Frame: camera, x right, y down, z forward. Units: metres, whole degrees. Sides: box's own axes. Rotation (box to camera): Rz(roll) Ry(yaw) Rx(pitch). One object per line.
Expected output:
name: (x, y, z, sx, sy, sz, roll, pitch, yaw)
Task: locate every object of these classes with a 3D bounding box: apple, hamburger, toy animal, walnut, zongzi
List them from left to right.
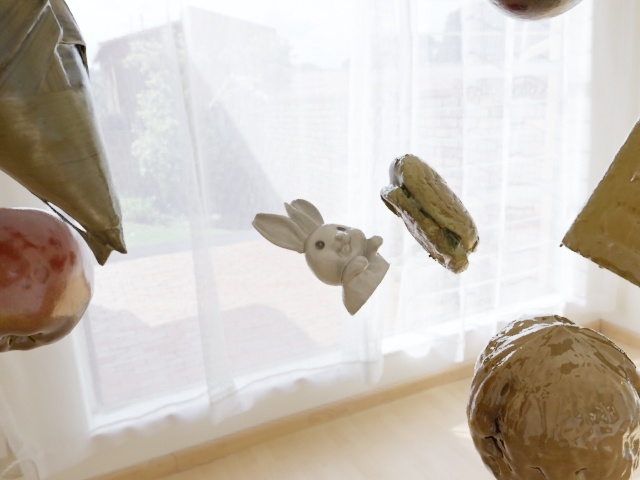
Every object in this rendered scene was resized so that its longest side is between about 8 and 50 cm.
zongzi: (-0.248, -0.136, 0.332, 0.260, 0.289, 0.123, 22, 53, 35)
apple: (-0.465, 0.061, 0.823, 0.230, 0.230, 0.230, -3, 15, 1)
toy animal: (0.003, 0.000, 0.816, 0.104, 0.221, 0.131, -46, -7, -25)
hamburger: (0.248, -0.065, 1.198, 0.134, 0.285, 0.265, -43, -2, -1)
walnut: (0.209, 0.149, 0.481, 0.155, 0.184, 0.155, -11, 29, 6)

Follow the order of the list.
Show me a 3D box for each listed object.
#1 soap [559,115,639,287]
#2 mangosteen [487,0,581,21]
soap: (0.528, -0.059, 0.698, 0.156, 0.335, 0.293, 23, 16, -21)
mangosteen: (0.330, -0.481, 0.843, 0.261, 0.235, 0.235, 40, 35, 22)
